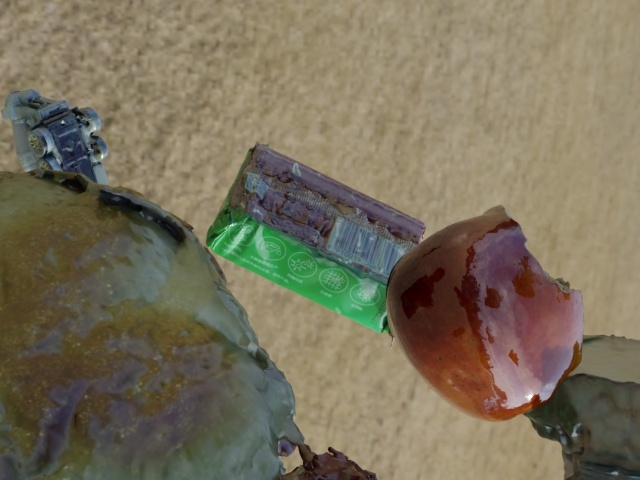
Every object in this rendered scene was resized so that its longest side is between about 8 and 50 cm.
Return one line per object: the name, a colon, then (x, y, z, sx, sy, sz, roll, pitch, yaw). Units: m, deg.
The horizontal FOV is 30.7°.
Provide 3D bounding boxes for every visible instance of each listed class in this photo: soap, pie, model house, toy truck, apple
soap: (0.001, -0.002, 1.512, 0.218, 0.273, 0.098, -70, -173, -53)
pie: (-0.131, 0.080, 0.450, 0.274, 0.257, 0.105, -17, 153, -30)
model house: (0.335, 0.252, 1.221, 0.298, 0.243, 0.284, -5, 94, -62)
toy truck: (-0.397, -0.105, 1.776, 0.108, 0.140, 0.256, -33, 118, -39)
apple: (0.130, 0.064, 0.933, 0.147, 0.156, 0.158, -25, 85, -35)
